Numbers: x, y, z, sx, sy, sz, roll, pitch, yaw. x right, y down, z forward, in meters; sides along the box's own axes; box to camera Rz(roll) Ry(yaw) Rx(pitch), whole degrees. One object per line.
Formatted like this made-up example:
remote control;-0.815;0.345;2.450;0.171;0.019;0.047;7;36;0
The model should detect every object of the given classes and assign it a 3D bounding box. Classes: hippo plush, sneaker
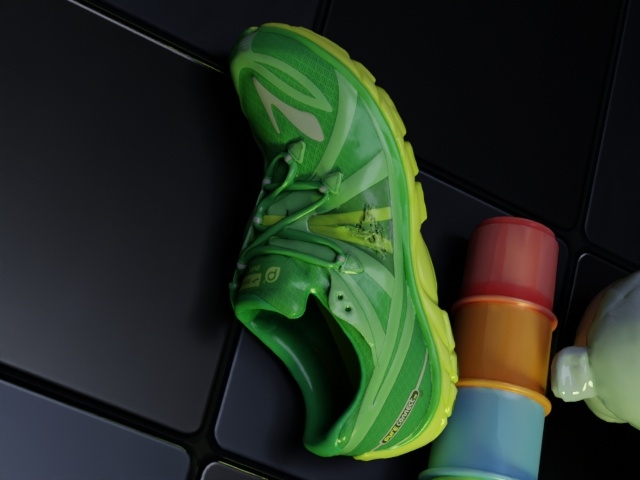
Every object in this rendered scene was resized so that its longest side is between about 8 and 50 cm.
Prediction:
hippo plush;0.256;0.139;1.121;0.236;0.294;0.234;38;93;0
sneaker;0.000;0.000;1.064;0.123;0.109;0.296;-16;87;-37

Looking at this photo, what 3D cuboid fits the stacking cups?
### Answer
stacking cups;0.115;0.141;1.117;0.096;0.096;0.316;24;64;-24
